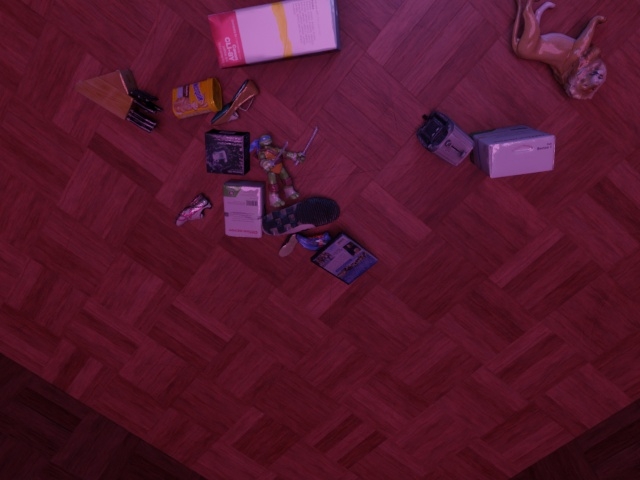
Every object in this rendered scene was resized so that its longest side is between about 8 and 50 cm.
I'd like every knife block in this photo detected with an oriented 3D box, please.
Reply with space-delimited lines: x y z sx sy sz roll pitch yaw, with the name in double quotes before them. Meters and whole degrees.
"knife block" -0.766 -0.520 1.579 0.275 0.088 0.242 -11 111 9

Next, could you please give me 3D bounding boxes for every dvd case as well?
"dvd case" 0.103 0.082 1.729 0.180 0.022 0.253 -41 128 20

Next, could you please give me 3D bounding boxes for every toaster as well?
"toaster" 0.448 -0.367 1.471 0.146 0.227 0.129 28 115 -25

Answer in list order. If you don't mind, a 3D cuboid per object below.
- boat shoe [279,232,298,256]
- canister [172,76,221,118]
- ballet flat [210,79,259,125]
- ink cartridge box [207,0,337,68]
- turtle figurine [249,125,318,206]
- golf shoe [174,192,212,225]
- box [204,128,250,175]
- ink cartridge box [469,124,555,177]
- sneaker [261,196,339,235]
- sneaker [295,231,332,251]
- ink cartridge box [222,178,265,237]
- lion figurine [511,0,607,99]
"boat shoe" -0.137 0.015 1.769 0.048 0.042 0.133 25 114 -27
"canister" -0.465 -0.532 1.533 0.169 0.073 0.126 -9 75 12
"ballet flat" -0.323 -0.505 1.552 0.232 0.080 0.073 -40 123 21
"ink cartridge box" -0.131 -0.680 1.344 0.383 0.279 0.161 -6 113 8
"turtle figurine" -0.137 -0.274 1.564 0.274 0.198 0.267 -5 116 12
"golf shoe" -0.547 -0.113 1.740 0.186 0.068 0.086 -38 106 18
"box" -0.365 -0.348 1.610 0.155 0.093 0.159 5 114 4
"ink cartridge box" 0.655 -0.315 1.421 0.201 0.278 0.117 -7 112 9
"sneaker" -0.087 -0.095 1.689 0.329 0.146 0.123 -12 86 -13
"sneaker" 0.000 0.000 1.729 0.220 0.083 0.087 13 103 -17
"ink cartridge box" -0.313 -0.132 1.695 0.160 0.093 0.220 5 113 4
"lion figurine" 0.781 -0.646 1.366 0.391 0.142 0.241 26 121 10
